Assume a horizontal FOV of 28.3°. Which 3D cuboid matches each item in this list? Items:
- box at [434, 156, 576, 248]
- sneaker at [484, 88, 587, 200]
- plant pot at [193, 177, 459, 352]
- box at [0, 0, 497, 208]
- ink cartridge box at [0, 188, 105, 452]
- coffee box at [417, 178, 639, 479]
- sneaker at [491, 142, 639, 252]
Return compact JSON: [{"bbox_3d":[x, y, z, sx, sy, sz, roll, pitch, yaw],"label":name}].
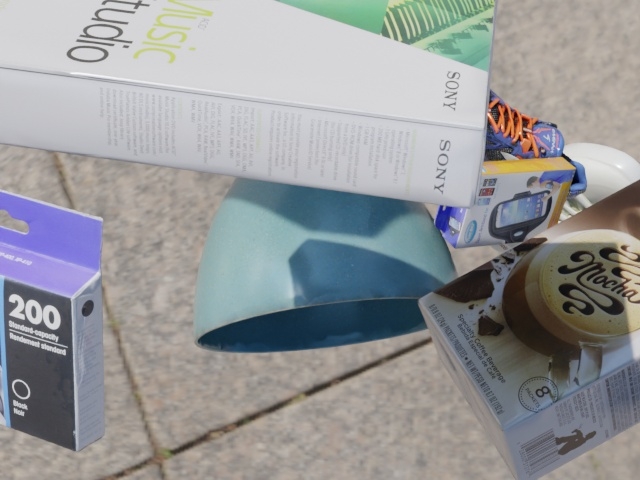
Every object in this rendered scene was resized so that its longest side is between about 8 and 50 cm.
[{"bbox_3d":[0.173,-0.035,1.203,0.136,0.028,0.081,-7,125,-31],"label":"box"},{"bbox_3d":[0.198,-0.103,1.274,0.221,0.087,0.083,36,54,-45],"label":"sneaker"},{"bbox_3d":[0.000,0.000,1.367,0.290,0.290,0.195,1,75,-28],"label":"plant pot"},{"bbox_3d":[-0.056,-0.123,0.755,0.322,0.058,0.232,9,36,4],"label":"box"},{"bbox_3d":[-0.279,0.058,1.084,0.045,0.206,0.208,-34,133,-56],"label":"ink cartridge box"},{"bbox_3d":[0.264,0.069,1.160,0.297,0.168,0.119,-29,140,-4],"label":"coffee box"},{"bbox_3d":[0.269,-0.034,1.511,0.106,0.290,0.123,44,66,-18],"label":"sneaker"}]
